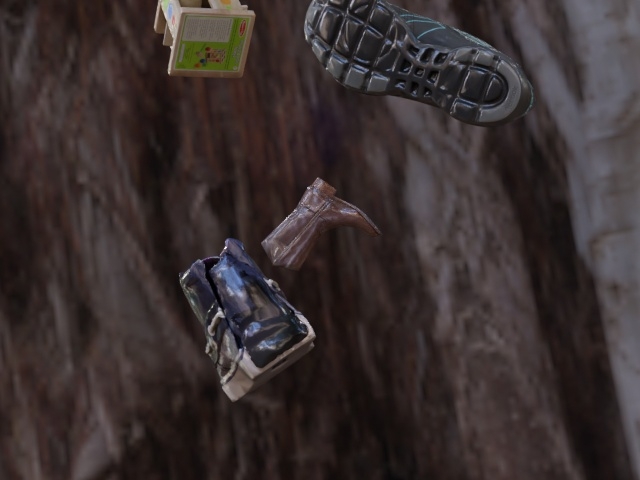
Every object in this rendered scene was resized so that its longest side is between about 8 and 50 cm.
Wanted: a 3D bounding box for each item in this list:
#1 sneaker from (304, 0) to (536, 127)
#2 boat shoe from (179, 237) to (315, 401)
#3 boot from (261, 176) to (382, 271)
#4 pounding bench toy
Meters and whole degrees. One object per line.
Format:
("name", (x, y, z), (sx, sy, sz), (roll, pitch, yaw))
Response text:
("sneaker", (0.104, -0.185, 1.832), (0.267, 0.101, 0.106), (28, 15, 21))
("boat shoe", (-0.095, 0.092, 2.124), (0.127, 0.158, 0.340), (-34, -6, -14))
("boot", (0.000, 0.000, 2.041), (0.114, 0.106, 0.037), (-51, -12, -2))
("pounding bench toy", (-0.078, -0.163, 1.191), (0.052, 0.065, 0.083), (-1, -49, -19))
